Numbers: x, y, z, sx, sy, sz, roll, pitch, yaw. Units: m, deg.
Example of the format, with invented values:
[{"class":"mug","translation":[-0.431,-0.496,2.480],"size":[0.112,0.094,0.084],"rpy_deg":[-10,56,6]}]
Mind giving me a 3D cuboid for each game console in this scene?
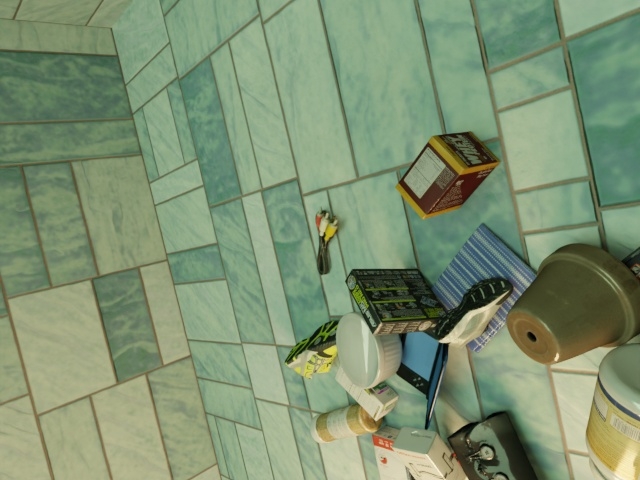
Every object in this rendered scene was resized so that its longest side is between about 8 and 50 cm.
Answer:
[{"class":"game console","translation":[0.321,0.407,1.605],"size":[0.250,0.173,0.293],"rpy_deg":[29,121,39]}]

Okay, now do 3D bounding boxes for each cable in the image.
[{"class":"cable","translation":[0.000,0.000,1.911],"size":[0.139,0.072,0.287],"rpy_deg":[43,130,38]}]

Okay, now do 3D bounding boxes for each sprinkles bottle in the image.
[{"class":"sprinkles bottle","translation":[0.097,0.736,1.986],"size":[0.355,0.121,0.121],"rpy_deg":[-38,73,47]}]

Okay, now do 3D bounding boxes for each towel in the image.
[{"class":"towel","translation":[0.475,0.149,1.469],"size":[0.243,0.040,0.336],"rpy_deg":[50,132,28]}]

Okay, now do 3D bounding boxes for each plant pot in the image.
[{"class":"plant pot","translation":[0.573,0.171,1.152],"size":[0.263,0.229,0.263],"rpy_deg":[49,156,31]}]

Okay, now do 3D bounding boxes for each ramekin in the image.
[{"class":"ramekin","translation":[0.178,0.381,1.754],"size":[0.273,0.127,0.273],"rpy_deg":[16,108,59]}]

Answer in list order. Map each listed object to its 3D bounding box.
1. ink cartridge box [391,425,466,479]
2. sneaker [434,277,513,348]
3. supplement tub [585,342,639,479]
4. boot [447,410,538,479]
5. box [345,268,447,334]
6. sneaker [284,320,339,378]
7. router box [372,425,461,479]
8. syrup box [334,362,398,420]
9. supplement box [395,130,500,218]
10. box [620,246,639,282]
[{"class":"ink cartridge box","translation":[0.342,0.696,1.553],"size":[0.148,0.086,0.203],"rpy_deg":[-15,116,50]},{"class":"sneaker","translation":[0.453,0.211,1.419],"size":[0.271,0.108,0.100],"rpy_deg":[-51,19,28]},{"class":"supplement tub","translation":[0.728,0.415,1.096],"size":[0.228,0.228,0.316],"rpy_deg":[22,129,42]},{"class":"boot","translation":[0.618,0.704,1.405],"size":[0.367,0.146,0.445],"rpy_deg":[-35,60,26]},{"class":"box","translation":[0.236,0.183,1.520],"size":[0.060,0.270,0.216],"rpy_deg":[-63,39,36]},{"class":"sneaker","translation":[0.014,0.451,2.013],"size":[0.147,0.145,0.385],"rpy_deg":[42,135,-10]},{"class":"router box","translation":[0.359,0.857,1.765],"size":[0.335,0.082,0.301],"rpy_deg":[-6,97,48]},{"class":"syrup box","translation":[0.173,0.557,1.871],"size":[0.237,0.093,0.096],"rpy_deg":[38,127,34]},{"class":"supplement box","translation":[0.354,-0.185,1.376],"size":[0.129,0.191,0.194],"rpy_deg":[54,135,22]},{"class":"box","translation":[0.862,0.102,0.975],"size":[0.395,0.097,0.318],"rpy_deg":[54,134,24]}]
